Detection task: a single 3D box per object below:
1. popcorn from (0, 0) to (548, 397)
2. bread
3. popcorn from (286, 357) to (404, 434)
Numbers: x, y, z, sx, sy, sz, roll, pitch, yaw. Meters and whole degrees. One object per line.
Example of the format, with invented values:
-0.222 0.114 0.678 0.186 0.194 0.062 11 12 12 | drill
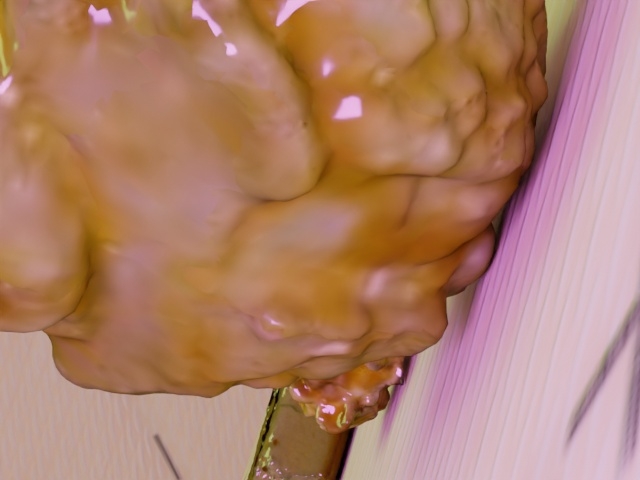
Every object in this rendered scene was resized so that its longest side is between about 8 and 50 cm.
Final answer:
-0.035 -0.050 0.588 0.256 0.255 0.195 -23 59 51 | popcorn
-0.009 0.107 0.957 0.088 0.049 0.226 112 176 -58 | bread
0.012 0.049 0.767 0.082 0.057 0.083 109 177 -61 | popcorn
